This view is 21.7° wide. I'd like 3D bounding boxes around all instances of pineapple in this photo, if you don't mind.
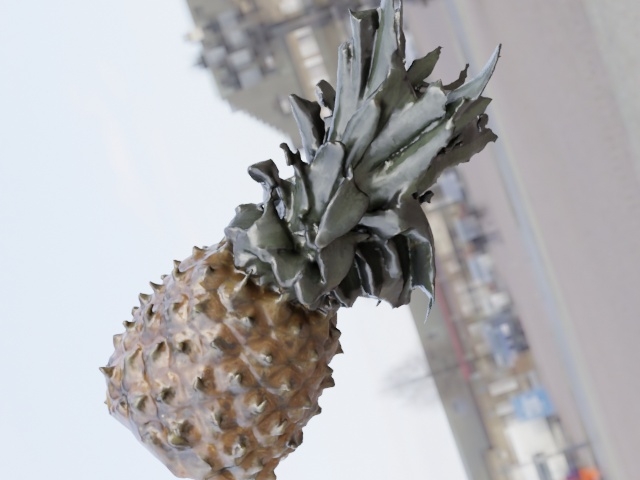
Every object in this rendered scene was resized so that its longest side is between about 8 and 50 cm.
[{"bbox_3d":[0.002,0.003,1.112,0.165,0.364,0.165,34,-162,-13],"label":"pineapple"}]
